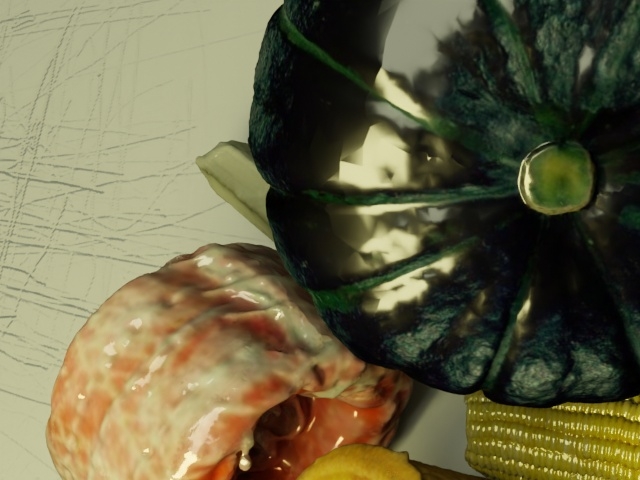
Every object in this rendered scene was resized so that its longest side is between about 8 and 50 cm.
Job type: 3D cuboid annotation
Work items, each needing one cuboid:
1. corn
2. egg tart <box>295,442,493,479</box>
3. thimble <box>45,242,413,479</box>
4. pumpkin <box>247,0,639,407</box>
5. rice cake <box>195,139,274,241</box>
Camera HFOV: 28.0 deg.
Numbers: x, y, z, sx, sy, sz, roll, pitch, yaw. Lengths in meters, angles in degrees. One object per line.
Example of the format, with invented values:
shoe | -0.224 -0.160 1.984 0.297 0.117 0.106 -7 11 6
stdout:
corn | 0.175 0.136 0.866 0.165 0.063 0.085 0 103 33
egg tart | 0.074 0.228 0.831 0.202 0.147 0.203 -7 82 53
thimble | -0.063 0.126 0.917 0.162 0.239 0.239 43 101 31
pumpkin | 0.139 -0.076 0.783 0.363 0.266 0.364 1 105 3
rice cake | 0.000 0.000 1.004 0.256 0.057 0.052 38 101 32
